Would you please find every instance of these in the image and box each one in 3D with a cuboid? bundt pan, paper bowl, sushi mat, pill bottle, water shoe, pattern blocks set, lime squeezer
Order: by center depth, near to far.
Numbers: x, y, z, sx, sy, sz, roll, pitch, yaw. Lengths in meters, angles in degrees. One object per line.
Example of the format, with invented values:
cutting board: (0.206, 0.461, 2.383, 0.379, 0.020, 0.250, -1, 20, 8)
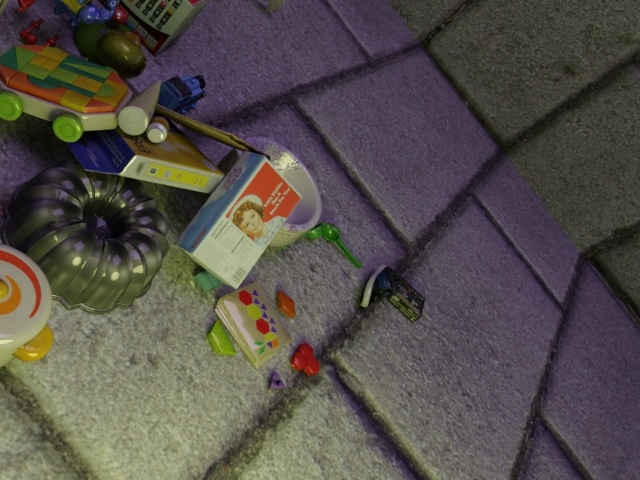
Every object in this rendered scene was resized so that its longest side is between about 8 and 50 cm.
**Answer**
bundt pan: (-0.443, -0.027, 1.301, 0.331, 0.124, 0.330, 30, 42, -30)
pill bottle: (-0.347, -0.234, 1.389, 0.043, 0.043, 0.083, 37, 14, -21)
pattern blocks set: (-0.152, 0.195, 1.519, 0.286, 0.026, 0.324, -9, 68, -51)
sushi mat: (-0.267, -0.259, 1.544, 0.317, 0.019, 0.151, 26, 0, 37)
paper bowl: (-0.146, -0.113, 1.680, 0.284, 0.148, 0.284, 29, 42, -30)
lime squeezer: (0.000, 0.000, 1.844, 0.311, 0.059, 0.109, 15, 80, -42)
water shoe: (0.177, 0.132, 1.878, 0.080, 0.072, 0.203, 25, 35, 10)

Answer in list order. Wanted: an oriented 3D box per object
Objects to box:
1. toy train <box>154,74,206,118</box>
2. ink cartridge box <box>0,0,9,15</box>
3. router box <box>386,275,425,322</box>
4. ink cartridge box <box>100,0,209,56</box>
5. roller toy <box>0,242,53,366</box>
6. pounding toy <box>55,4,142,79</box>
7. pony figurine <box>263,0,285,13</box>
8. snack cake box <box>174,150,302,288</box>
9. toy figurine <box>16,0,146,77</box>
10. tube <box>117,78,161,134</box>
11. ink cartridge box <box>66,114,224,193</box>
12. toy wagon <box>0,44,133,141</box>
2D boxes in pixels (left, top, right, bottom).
toy train: (-0.364, -0.379, 1.696, 0.080, 0.105, 0.184, 50, 36, -4)
ink cartridge box: (-0.727, -0.544, 1.289, 0.198, 0.270, 0.197, 37, 37, -21)
router box: (0.260, 0.177, 1.981, 0.122, 0.038, 0.092, 42, 37, -14)
ink cartridge box: (-0.455, -0.705, 1.725, 0.309, 0.272, 0.130, 44, 37, -11)
roller toy: (-0.545, 0.107, 1.054, 0.191, 0.146, 0.209, 4, 59, -46)
pounding toy: (-0.515, -0.497, 1.623, 0.183, 0.110, 0.236, 39, 38, -19)
pony figurine: (-0.225, -0.982, 2.204, 0.364, 0.351, 0.302, -21, 73, -34)
snack cake box: (-0.177, -0.047, 1.443, 0.264, 0.089, 0.152, -55, 131, -12)
toy figurine: (-0.552, -0.515, 1.446, 0.362, 0.217, 0.191, 43, 63, -9)
tube: (-0.389, -0.289, 1.422, 0.240, 0.070, 0.062, -98, 173, -65)
ink cartridge box: (-0.411, -0.221, 1.433, 0.307, 0.072, 0.303, 12, 25, -47)
toy wagon: (-0.576, -0.327, 1.351, 0.345, 0.068, 0.267, 19, 34, -11)
